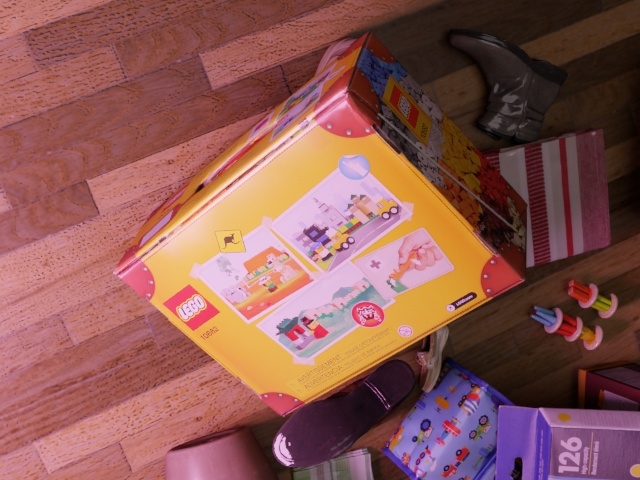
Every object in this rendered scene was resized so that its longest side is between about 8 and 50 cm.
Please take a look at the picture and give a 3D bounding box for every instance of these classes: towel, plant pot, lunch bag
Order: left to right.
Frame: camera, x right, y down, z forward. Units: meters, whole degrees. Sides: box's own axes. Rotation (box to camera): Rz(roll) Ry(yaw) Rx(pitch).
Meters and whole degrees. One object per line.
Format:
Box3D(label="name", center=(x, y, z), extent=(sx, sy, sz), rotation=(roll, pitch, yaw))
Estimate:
Box3D(label="plant pot", center=(-0.159, 0.443, 1.490), extent=(0.263, 0.263, 0.229), rotation=(-15, 86, -14))
Box3D(label="towel", center=(0.028, 0.456, 1.649), extent=(0.152, 0.023, 0.113), rotation=(-12, 101, -14))
Box3D(label="lunch bag", center=(0.303, 0.400, 1.679), extent=(0.293, 0.138, 0.221), rotation=(38, 87, -27))
Box3D(label="towel", center=(0.376, -0.063, 1.637), extent=(0.329, 0.037, 0.237), rotation=(-13, 108, -10))

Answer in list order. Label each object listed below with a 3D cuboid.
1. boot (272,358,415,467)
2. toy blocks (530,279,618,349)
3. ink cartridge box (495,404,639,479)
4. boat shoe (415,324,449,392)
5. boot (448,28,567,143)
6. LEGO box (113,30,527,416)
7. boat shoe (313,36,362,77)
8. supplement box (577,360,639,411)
Box3D(label="boot", center=(0.040, 0.306, 1.520), extent=(0.264, 0.280, 0.096), rotation=(-39, 76, -12))
Box3D(label="toy blocks", center=(0.488, 0.132, 1.721), extent=(0.148, 0.054, 0.123), rotation=(23, 92, -18))
Box3D(label="ink cartridge box", center=(0.470, 0.440, 1.585), extent=(0.307, 0.072, 0.303), rotation=(0, 115, 7))
Box3D(label="boat shoe", center=(0.200, 0.214, 1.653), extent=(0.045, 0.050, 0.135), rotation=(15, 84, -15))
Box3D(label="boot", center=(0.319, -0.270, 1.599), extent=(0.247, 0.083, 0.161), rotation=(21, 98, -17))
Box3D(label="LEGO box", center=(0.000, 0.000, 1.346), extent=(0.500, 0.193, 0.372), rotation=(-34, 111, 31))
Box3D(label="boat shoe", center=(0.009, -0.185, 1.499), extent=(0.122, 0.110, 0.341), rotation=(18, 93, -18))
Box3D(label="supplement box", center=(0.608, 0.352, 1.707), extent=(0.129, 0.194, 0.191), rotation=(-5, 100, -27))
